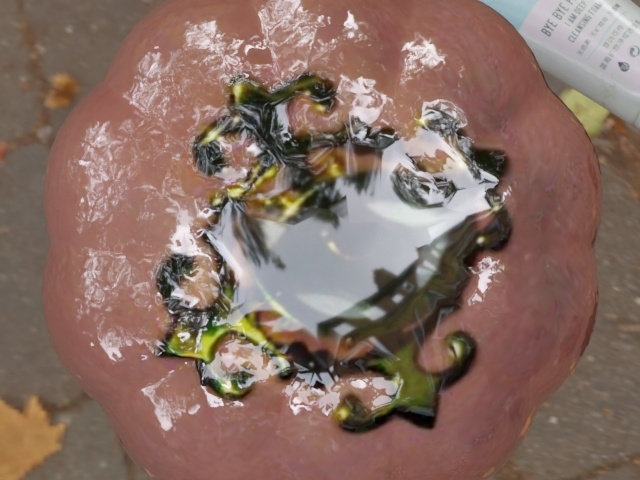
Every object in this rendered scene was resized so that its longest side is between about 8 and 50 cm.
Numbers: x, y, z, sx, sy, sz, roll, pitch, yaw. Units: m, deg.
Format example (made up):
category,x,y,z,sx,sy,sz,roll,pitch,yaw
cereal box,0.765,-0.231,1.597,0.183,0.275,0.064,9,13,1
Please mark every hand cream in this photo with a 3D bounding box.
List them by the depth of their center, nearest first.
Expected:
category,x,y,z,sx,sy,sz,roll,pitch,yaw
hand cream,0.166,-0.174,1.257,0.312,0.070,0.111,39,89,13

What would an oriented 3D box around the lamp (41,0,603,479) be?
category,x,y,z,sx,sy,sz,roll,pitch,yaw
lamp,0.000,0.000,0.909,0.305,0.239,0.305,0,95,-4
